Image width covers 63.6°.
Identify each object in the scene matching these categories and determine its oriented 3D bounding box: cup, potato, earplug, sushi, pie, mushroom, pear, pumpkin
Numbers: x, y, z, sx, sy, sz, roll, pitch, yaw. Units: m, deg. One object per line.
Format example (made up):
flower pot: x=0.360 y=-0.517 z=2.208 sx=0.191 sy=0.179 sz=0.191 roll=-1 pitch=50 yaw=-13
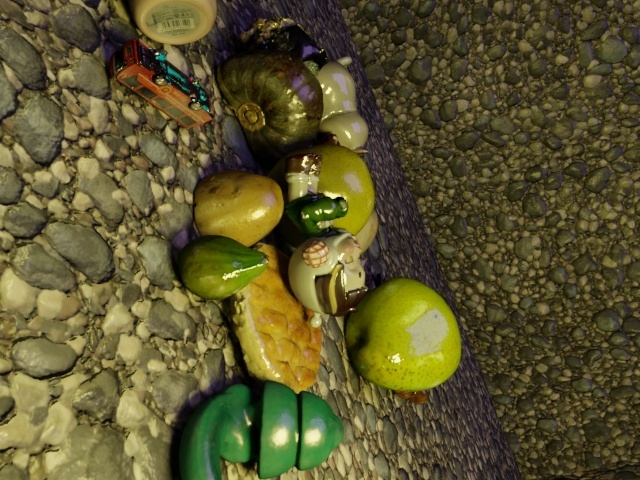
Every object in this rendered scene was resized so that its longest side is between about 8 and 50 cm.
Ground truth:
cup: x=-0.343 y=-0.543 z=1.069 sx=0.253 sy=0.191 sz=0.200 roll=-1 pitch=72 yaw=-36
potato: x=-0.155 y=-0.076 z=1.100 sx=0.178 sy=0.158 sz=0.203 roll=62 pitch=18 yaw=-20
earplug: x=-0.089 y=0.328 z=0.865 sx=0.257 sy=0.281 sz=0.163 roll=163 pitch=-71 yaw=-77
sushi: x=-0.123 y=-0.574 z=1.551 sx=0.218 sy=0.225 sz=0.238 roll=63 pitch=-12 yaw=9
pie: x=-0.091 y=0.168 z=1.109 sx=0.339 sy=0.083 sz=0.339 roll=51 pitch=27 yaw=-39
mushroom: x=0.072 y=-0.040 z=1.596 sx=0.206 sy=0.209 sz=0.206 roll=-164 pitch=-90 yaw=-90
pear: x=0.005 y=-0.108 z=1.334 sx=0.294 sy=0.294 sz=0.294 roll=50 pitch=29 yaw=-40
pear: x=0.227 y=0.291 z=1.493 sx=0.318 sy=0.239 sz=0.342 roll=-20 pitch=82 yaw=-38
pumpkin: x=-0.102 y=-0.377 z=1.400 sx=0.242 sy=0.232 sz=0.324 roll=-74 pitch=142 yaw=-61

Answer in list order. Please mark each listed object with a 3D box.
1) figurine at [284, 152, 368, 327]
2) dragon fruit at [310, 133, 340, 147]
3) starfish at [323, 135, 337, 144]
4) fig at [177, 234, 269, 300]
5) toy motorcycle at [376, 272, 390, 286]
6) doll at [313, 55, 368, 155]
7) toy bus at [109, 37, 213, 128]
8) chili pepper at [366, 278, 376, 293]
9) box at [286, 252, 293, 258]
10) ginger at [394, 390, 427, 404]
figurine: x=0.000 y=0.000 z=1.110 sx=0.281 sy=0.167 sz=0.369 roll=-16 pitch=94 yaw=-71
dragon fruit: x=0.025 y=-0.260 z=1.735 sx=0.120 sy=0.127 sz=0.161 roll=45 pitch=32 yaw=-28
starfish: x=0.025 y=-0.211 z=1.529 sx=0.060 sy=0.303 sz=0.299 roll=-58 pitch=139 yaw=-15
fig: x=-0.173 y=0.044 z=0.937 sx=0.123 sy=0.156 sz=0.123 roll=-16 pitch=90 yaw=-72
toy motorcycle: x=0.268 y=0.223 z=1.922 sx=0.122 sy=0.080 sz=0.215 roll=28 pitch=41 yaw=-59
doll: x=0.043 y=-0.472 z=1.860 sx=0.215 sy=0.226 sz=0.370 roll=-172 pitch=-111 yaw=-80
toy bus: x=-0.305 y=-0.302 z=1.018 sx=0.235 sy=0.097 sz=0.073 roll=28 pitch=47 yaw=-60
chili pepper: x=0.182 y=0.184 z=1.806 sx=0.153 sy=0.041 sz=0.050 roll=-101 pitch=-177 yaw=-67
box: x=-0.059 y=0.081 z=1.331 sx=0.105 sy=0.037 sz=0.105 roll=49 pitch=30 yaw=-41
ginger: x=0.314 y=0.406 z=1.761 sx=0.357 sy=0.153 sz=0.274 roll=38 pitch=37 yaw=-50
